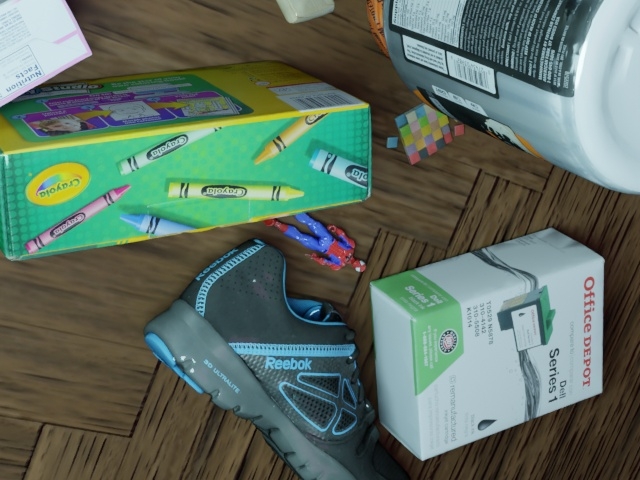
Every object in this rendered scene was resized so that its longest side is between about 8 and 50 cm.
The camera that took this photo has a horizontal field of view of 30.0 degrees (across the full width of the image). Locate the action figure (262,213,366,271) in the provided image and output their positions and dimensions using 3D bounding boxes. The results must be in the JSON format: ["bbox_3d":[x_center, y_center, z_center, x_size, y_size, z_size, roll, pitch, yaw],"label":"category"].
[{"bbox_3d":[0.000,0.000,1.079,0.115,0.030,0.038,33,87,-36],"label":"action figure"}]

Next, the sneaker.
[{"bbox_3d":[0.000,0.140,1.076,0.140,0.125,0.341,-49,126,-9],"label":"sneaker"}]

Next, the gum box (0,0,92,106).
[{"bbox_3d":[-0.260,-0.127,0.839,0.188,0.107,0.062,-32,121,-14],"label":"gum box"}]

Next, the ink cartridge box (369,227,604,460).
[{"bbox_3d":[0.167,0.097,1.167,0.219,0.092,0.160,-16,117,-22],"label":"ink cartridge box"}]

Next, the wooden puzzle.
[{"bbox_3d":[0.097,-0.103,1.102,0.083,0.006,0.049,-30,121,-15],"label":"wooden puzzle"}]

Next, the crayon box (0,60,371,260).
[{"bbox_3d":[-0.121,-0.070,0.902,0.278,0.165,0.081,-10,114,-24],"label":"crayon box"}]

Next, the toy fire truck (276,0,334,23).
[{"bbox_3d":[0.003,-0.311,0.898,0.217,0.158,0.246,-11,126,-25],"label":"toy fire truck"}]

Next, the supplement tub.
[{"bbox_3d":[0.176,-0.168,0.934,0.193,0.316,0.194,-11,115,-24],"label":"supplement tub"}]
